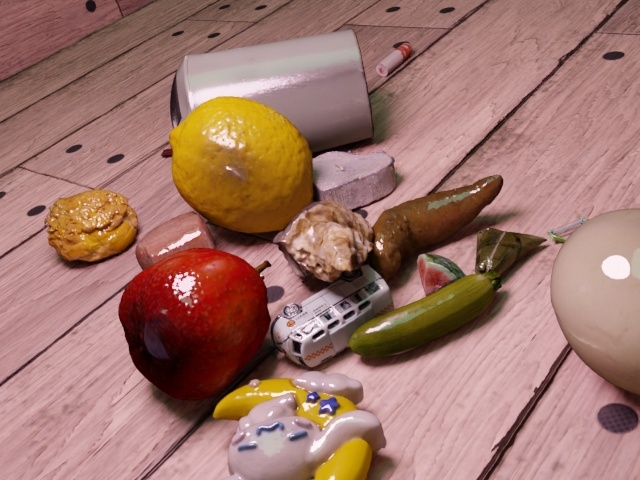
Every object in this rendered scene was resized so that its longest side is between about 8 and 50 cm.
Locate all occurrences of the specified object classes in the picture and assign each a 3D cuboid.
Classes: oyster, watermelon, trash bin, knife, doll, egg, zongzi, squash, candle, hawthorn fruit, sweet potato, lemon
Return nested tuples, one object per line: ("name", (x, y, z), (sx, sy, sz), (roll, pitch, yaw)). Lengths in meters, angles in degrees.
("oyster", (-0.005, -0.002, 1.186), (0.166, 0.110, 0.341), (-34, 7, 6))
("watermelon", (0.194, 0.061, 1.170), (0.092, 0.072, 0.084), (27, 26, -4))
("trash bin", (-0.114, -0.302, 1.625), (0.432, 0.280, 0.280), (-12, 34, 2))
("knife", (0.430, 0.014, 1.153), (0.078, 0.022, 0.166), (-26, 33, -3))
("doll", (-0.043, 0.259, 0.927), (0.252, 0.111, 0.237), (-7, 35, -2))
("egg", (0.404, 0.076, 0.905), (0.219, 0.219, 0.269), (-20, 30, -5))
("zongzi", (0.305, 0.027, 1.174), (0.114, 0.052, 0.104), (6, 46, 10))
("squash", (0.163, 0.112, 1.090), (0.258, 0.069, 0.069), (-24, 34, -10))
("candle", (0.048, -0.118, 1.468), (0.192, 0.068, 0.168), (6, 36, 32))
("hawthorn fruit", (-0.170, 0.099, 1.112), (0.266, 0.210, 0.230), (-45, 9, -31))
("sweet potato", (0.166, -0.024, 1.256), (0.310, 0.098, 0.124), (-31, 22, -16))
("lemon", (-0.143, -0.142, 1.406), (0.311, 0.253, 0.253), (29, 43, -1))

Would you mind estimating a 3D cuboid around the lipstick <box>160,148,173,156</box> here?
("lipstick", (-0.315, -0.225, 1.820), (0.177, 0.027, 0.027), (-4, 36, 20))

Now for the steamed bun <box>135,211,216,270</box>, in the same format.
("steamed bun", (-0.269, 0.021, 1.381), (0.145, 0.106, 0.175), (-30, 22, -9))

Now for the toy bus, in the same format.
("toy bus", (0.023, 0.119, 1.124), (0.194, 0.087, 0.089), (-30, 40, -17))

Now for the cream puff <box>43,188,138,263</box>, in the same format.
("cream puff", (-0.480, -0.039, 1.531), (0.189, 0.129, 0.189), (-11, 31, 6))

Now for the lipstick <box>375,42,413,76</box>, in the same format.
("lipstick", (0.197, -0.482, 1.956), (0.038, 0.038, 0.131), (14, 44, 37))
